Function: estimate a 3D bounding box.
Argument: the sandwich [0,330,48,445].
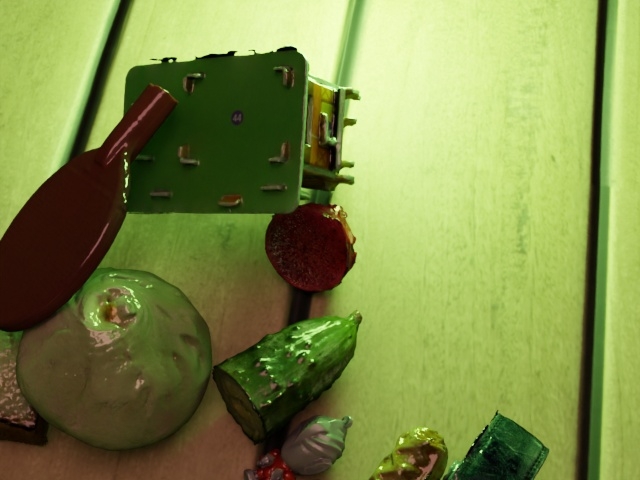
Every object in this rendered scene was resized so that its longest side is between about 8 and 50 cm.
[{"bbox_3d":[-0.529,0.173,1.536,0.273,0.095,0.249,1,62,-1],"label":"sandwich"}]

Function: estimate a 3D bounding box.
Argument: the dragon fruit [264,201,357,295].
[{"bbox_3d":[0.000,0.000,1.634,0.153,0.153,0.111,30,33,15],"label":"dragon fruit"}]

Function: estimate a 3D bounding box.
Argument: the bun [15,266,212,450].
[{"bbox_3d":[-0.274,0.148,1.466,0.283,0.179,0.283,14,57,-22],"label":"bun"}]

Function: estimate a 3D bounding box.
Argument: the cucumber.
[{"bbox_3d":[-0.031,0.178,1.520,0.244,0.134,0.134,-34,67,-22],"label":"cucumber"}]

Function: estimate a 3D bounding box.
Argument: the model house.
[{"bbox_3d":[-0.103,-0.137,1.635,0.357,0.313,0.242,-1,82,30],"label":"model house"}]

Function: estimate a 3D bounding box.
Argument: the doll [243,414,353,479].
[{"bbox_3d":[-0.029,0.304,1.484,0.180,0.079,0.094,-33,42,-3],"label":"doll"}]

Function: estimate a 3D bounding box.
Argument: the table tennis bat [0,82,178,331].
[{"bbox_3d":[-0.347,-0.050,1.491,0.415,0.051,0.268,-54,37,-6],"label":"table tennis bat"}]

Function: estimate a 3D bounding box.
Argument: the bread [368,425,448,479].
[{"bbox_3d":[0.049,0.401,1.381,0.077,0.084,0.367,26,69,41],"label":"bread"}]

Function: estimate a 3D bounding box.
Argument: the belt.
[{"bbox_3d":[0.216,0.341,1.387,0.116,0.206,0.267,34,52,14],"label":"belt"}]
